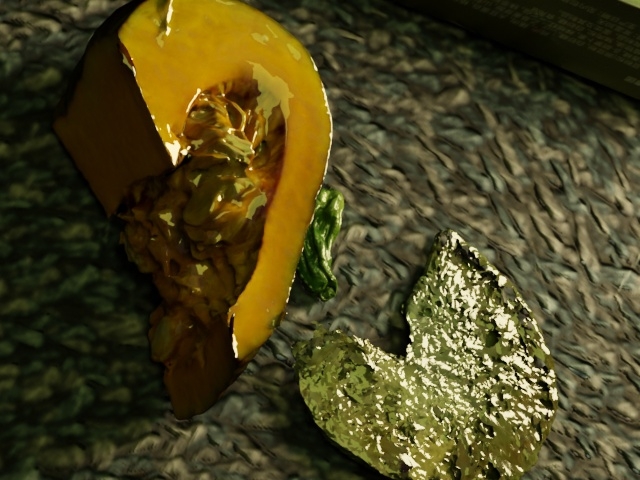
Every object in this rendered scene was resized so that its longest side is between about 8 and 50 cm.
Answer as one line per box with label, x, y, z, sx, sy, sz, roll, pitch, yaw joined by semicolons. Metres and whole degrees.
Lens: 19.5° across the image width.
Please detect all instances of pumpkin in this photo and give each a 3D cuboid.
pumpkin;-0.105;-0.042;1.310;0.190;0.139;0.280;28;59;-17

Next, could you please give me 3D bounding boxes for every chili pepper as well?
chili pepper;-0.001;0.000;1.406;0.034;0.030;0.091;25;62;-43

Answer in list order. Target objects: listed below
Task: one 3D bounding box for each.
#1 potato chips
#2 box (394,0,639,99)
potato chips;0.084;0.099;1.408;0.220;0.029;0.202;-18;82;-31
box;0.225;-0.340;1.576;0.420;0.138;0.373;20;65;-16
